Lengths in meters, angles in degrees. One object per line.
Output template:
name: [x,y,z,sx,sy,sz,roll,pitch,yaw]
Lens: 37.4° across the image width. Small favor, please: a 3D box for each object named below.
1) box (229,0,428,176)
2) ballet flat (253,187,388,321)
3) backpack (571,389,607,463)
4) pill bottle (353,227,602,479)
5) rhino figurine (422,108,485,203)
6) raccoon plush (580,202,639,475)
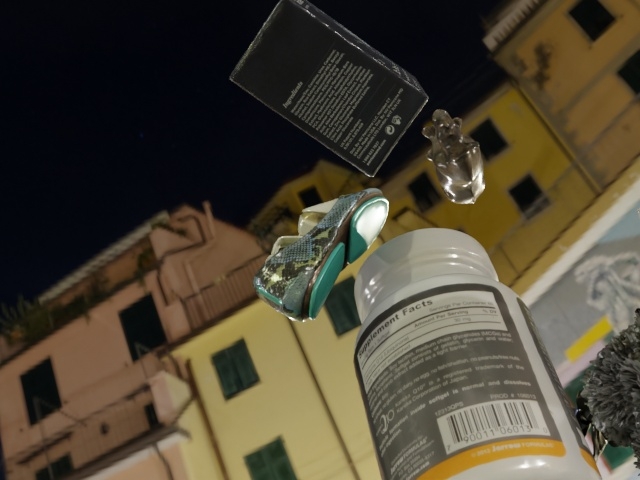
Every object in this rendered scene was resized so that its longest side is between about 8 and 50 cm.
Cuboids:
box: [0.009,-0.154,0.901,0.158,0.156,0.093,33,-76,-8]
ballet flat: [0.000,0.000,0.800,0.070,0.070,0.188,-55,-5,34]
backpack: [0.225,0.348,1.204,0.213,0.276,0.263,15,-43,17]
pill bottle: [0.117,0.129,0.790,0.162,0.278,0.162,-6,-48,-7]
rhino figurine: [0.199,-0.126,1.395,0.073,0.106,0.243,-24,-20,4]
raccoon plush: [0.392,0.200,0.955,0.216,0.299,0.446,-25,-50,13]
